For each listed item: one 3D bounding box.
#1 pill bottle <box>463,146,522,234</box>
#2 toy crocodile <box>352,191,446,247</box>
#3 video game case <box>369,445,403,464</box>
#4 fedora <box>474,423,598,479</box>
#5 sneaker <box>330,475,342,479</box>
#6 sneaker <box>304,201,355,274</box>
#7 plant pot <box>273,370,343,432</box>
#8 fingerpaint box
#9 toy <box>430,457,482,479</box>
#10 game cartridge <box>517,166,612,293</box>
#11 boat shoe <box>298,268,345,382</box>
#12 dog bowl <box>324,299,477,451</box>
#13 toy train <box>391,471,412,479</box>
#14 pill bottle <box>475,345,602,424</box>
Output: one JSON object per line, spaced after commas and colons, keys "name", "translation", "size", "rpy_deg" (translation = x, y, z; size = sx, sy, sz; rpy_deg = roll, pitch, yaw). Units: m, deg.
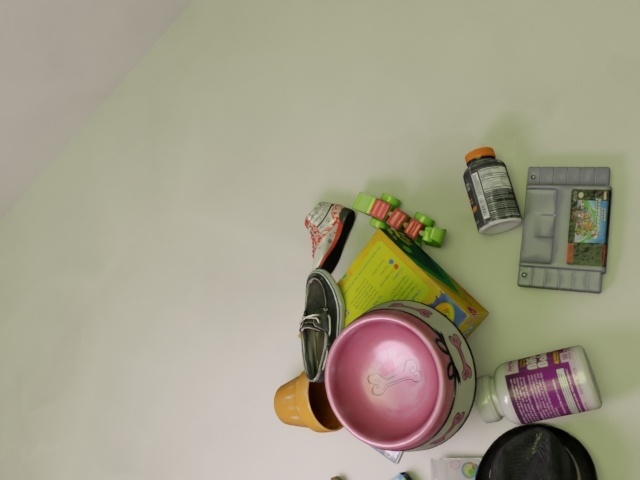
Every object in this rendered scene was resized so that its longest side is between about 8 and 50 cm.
{"name": "pill bottle", "translation": [0.499, -0.151, 1.863], "size": [0.130, 0.130, 0.245], "rpy_deg": [-19, 70, 23]}
{"name": "toy crocodile", "translation": [0.244, -0.065, 1.990], "size": [0.340, 0.105, 0.115], "rpy_deg": [32, 94, 30]}
{"name": "video game case", "translation": [0.177, 0.488, 1.761], "size": [0.183, 0.023, 0.201], "rpy_deg": [28, 105, 30]}
{"name": "fedora", "translation": [0.531, 0.593, 1.594], "size": [0.334, 0.152, 0.334], "rpy_deg": [-15, 45, 16]}
{"name": "sneaker", "translation": [0.101, 0.794, 1.895], "size": [0.086, 0.064, 0.192], "rpy_deg": [-25, 68, 12]}
{"name": "sneaker", "translation": [0.001, 0.000, 2.112], "size": [0.145, 0.090, 0.270], "rpy_deg": [22, 86, 31]}
{"name": "plant pot", "translation": [-0.037, 0.499, 1.967], "size": [0.188, 0.205, 0.205], "rpy_deg": [-22, 68, 38]}
{"name": "fingerpaint box", "translation": [0.203, 0.250, 1.865], "size": [0.371, 0.163, 0.444], "rpy_deg": [46, 113, 28]}
{"name": "toy", "translation": [0.428, 0.675, 1.746], "size": [0.237, 0.056, 0.136], "rpy_deg": [-9, 56, 20]}
{"name": "game cartridge", "translation": [0.689, -0.035, 1.781], "size": [0.230, 0.068, 0.355], "rpy_deg": [2, 79, 32]}
{"name": "boat shoe", "translation": [-0.001, 0.248, 1.837], "size": [0.121, 0.119, 0.335], "rpy_deg": [-14, 79, 35]}
{"name": "dog bowl", "translation": [0.190, 0.359, 1.658], "size": [0.408, 0.150, 0.407], "rpy_deg": [-3, 84, 30]}
{"name": "toy train", "translation": [0.254, 0.759, 1.812], "size": [0.105, 0.080, 0.184], "rpy_deg": [-45, 62, 5]}
{"name": "pill bottle", "translation": [0.568, 0.393, 1.679], "size": [0.302, 0.169, 0.169], "rpy_deg": [-20, 70, 22]}
